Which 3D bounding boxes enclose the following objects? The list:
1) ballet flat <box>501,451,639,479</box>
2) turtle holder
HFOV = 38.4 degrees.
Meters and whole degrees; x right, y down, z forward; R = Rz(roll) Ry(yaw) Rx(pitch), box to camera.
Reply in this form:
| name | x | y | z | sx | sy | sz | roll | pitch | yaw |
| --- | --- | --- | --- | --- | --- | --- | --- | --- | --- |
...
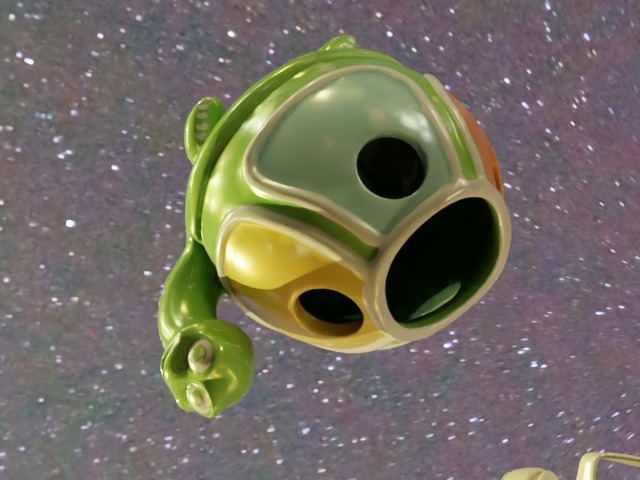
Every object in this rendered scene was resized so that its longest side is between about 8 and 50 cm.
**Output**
| name | x | y | z | sx | sy | sz | roll | pitch | yaw |
| --- | --- | --- | --- | --- | --- | --- | --- | --- | --- |
| ballet flat | 0.137 | 0.152 | 0.479 | 0.077 | 0.221 | 0.079 | -15 | -99 | 61 |
| turtle holder | 0.006 | -0.018 | 0.757 | 0.227 | 0.320 | 0.243 | 37 | -46 | 47 |
